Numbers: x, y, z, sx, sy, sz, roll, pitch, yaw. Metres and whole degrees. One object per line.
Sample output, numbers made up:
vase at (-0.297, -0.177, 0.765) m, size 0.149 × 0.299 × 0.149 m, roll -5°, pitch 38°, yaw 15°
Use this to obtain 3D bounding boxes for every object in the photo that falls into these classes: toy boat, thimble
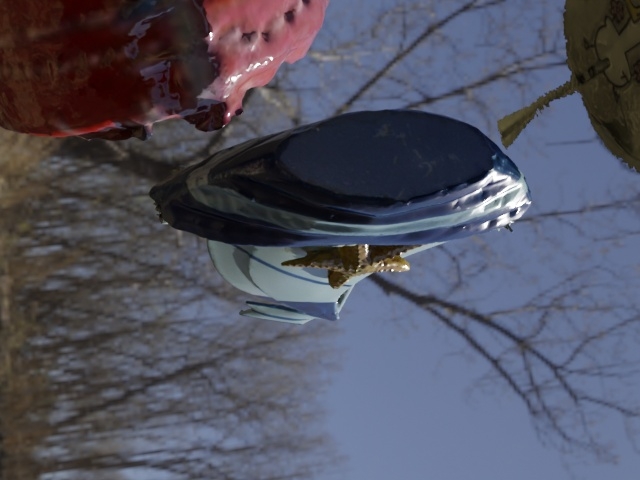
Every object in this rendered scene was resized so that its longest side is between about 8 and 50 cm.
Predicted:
toy boat at (0.000, 0.000, 0.708) m, size 0.291 × 0.220 × 0.067 m, roll 121°, pitch -33°, yaw -69°
thimble at (-0.084, -0.131, 0.496) m, size 0.190 × 0.163 × 0.125 m, roll -74°, pitch 154°, yaw -61°

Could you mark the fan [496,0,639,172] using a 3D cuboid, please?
fan at (0.260, -0.161, 1.077) m, size 0.414 × 0.012 × 0.233 m, roll 153°, pitch -76°, yaw -72°
